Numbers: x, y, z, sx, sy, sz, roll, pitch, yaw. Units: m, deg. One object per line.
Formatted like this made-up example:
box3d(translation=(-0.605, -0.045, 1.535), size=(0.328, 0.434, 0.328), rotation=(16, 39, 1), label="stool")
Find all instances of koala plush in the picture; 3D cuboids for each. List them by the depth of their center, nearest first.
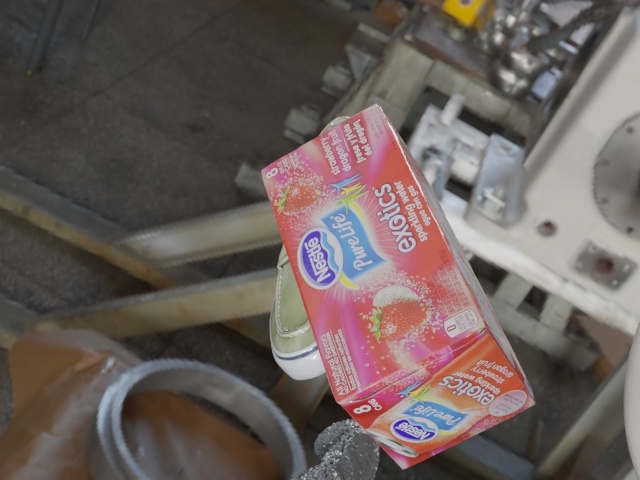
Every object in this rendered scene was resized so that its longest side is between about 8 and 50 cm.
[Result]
box3d(translation=(-0.023, 0.365, 1.275), size=(0.196, 0.221, 0.203), rotation=(61, 30, 1), label="koala plush")

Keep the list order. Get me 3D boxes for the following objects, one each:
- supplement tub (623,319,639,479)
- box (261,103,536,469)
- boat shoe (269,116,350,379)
box3d(translation=(0.335, 0.091, 0.580), size=(0.241, 0.241, 0.331), rotation=(47, 21, 28), label="supplement tub")
box3d(translation=(0.056, 0.032, 0.824), size=(0.128, 0.123, 0.256), rotation=(52, 13, -47), label="box")
box3d(translation=(0.000, 0.000, 1.045), size=(0.094, 0.109, 0.302), rotation=(53, 37, -35), label="boat shoe")
